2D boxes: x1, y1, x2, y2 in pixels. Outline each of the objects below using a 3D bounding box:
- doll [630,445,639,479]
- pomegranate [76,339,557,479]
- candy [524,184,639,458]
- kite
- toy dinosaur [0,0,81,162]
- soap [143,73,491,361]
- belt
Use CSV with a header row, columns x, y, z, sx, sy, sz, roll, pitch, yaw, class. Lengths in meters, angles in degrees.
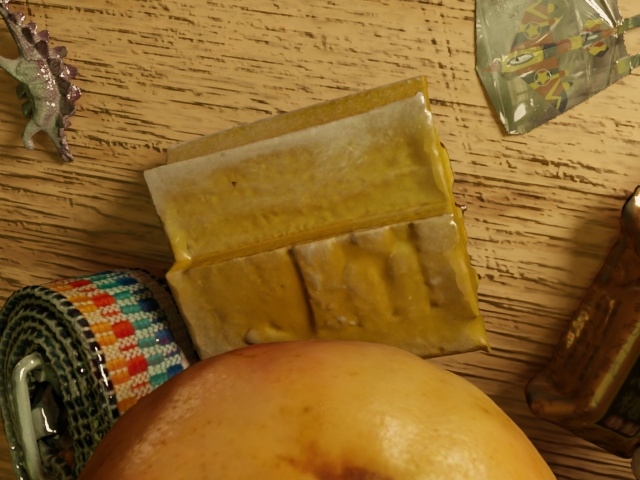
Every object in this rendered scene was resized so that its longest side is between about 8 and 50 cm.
x,y,z,sx,sy,sz,roll,pitch,yaw,class
0.487,0.223,0.504,0.311,0.159,0.242,-12,125,49,doll
-0.004,0.269,0.421,0.412,0.411,0.411,2,107,8,pomegranate
0.308,0.078,0.564,0.143,0.101,0.271,24,102,-8,candy
0.267,-0.193,0.530,0.245,0.015,0.141,-15,106,13,kite
-0.301,-0.180,0.603,0.082,0.039,0.208,-15,114,9,toy dinosaur
0.000,0.000,0.569,0.281,0.143,0.259,-13,104,17,soap
-0.235,0.181,0.596,0.207,0.161,0.294,-8,91,34,belt
